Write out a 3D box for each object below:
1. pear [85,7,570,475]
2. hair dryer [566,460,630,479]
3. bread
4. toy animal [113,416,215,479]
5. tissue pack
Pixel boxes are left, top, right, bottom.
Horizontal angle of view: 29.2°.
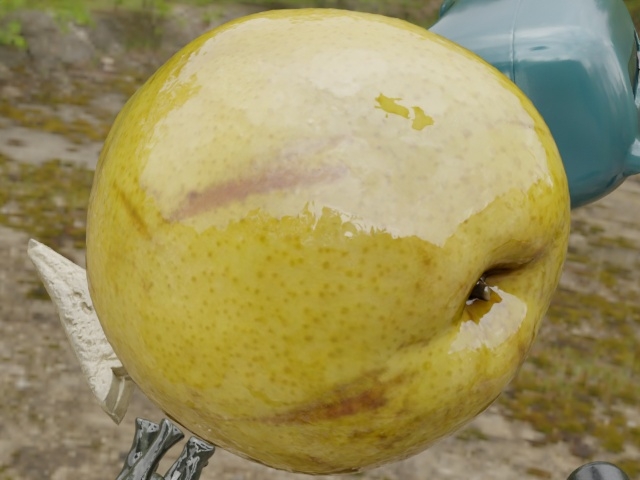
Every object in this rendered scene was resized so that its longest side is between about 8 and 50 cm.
[{"bbox_3d":[0.000,0.000,0.795,0.314,0.314,0.314,8,14,-2],"label":"pear"},{"bbox_3d":[0.251,0.340,1.161,0.070,0.255,0.128,6,30,-5],"label":"hair dryer"},{"bbox_3d":[-0.219,0.081,1.108,0.152,0.105,0.077,28,-16,10],"label":"bread"},{"bbox_3d":[-0.192,0.264,1.296,0.114,0.146,0.245,26,-15,2],"label":"toy animal"},{"bbox_3d":[0.203,-0.141,1.145,0.206,0.198,0.287,-5,19,17],"label":"tissue pack"}]
